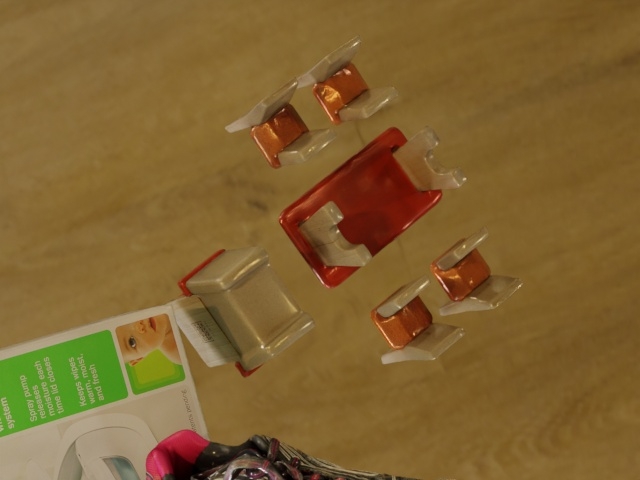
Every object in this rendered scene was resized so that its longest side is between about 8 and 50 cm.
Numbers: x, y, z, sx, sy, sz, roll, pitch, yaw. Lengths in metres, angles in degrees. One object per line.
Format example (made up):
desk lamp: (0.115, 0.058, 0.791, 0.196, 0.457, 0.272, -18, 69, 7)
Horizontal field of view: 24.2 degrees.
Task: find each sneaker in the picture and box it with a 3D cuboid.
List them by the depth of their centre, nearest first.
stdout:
sneaker: (-0.015, 0.188, 1.012, 0.299, 0.121, 0.112, -10, 106, 42)

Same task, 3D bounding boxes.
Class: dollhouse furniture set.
dollhouse furniture set: (0.000, 0.000, 1.296, 0.259, 0.135, 0.262, -38, 98, -25)

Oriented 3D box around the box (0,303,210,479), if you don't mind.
box: (-0.204, 0.206, 1.166, 0.231, 0.127, 0.262, -15, 89, -25)
